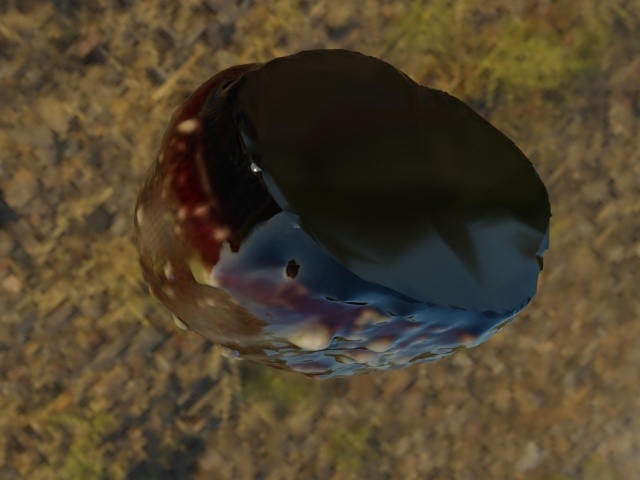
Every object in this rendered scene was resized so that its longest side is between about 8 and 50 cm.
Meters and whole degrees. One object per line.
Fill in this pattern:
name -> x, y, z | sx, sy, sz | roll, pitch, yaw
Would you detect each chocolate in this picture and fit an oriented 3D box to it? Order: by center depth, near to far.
chocolate -> 0.000, 0.000, 1.261 | 0.340, 0.225, 0.210 | 11, 146, -42
